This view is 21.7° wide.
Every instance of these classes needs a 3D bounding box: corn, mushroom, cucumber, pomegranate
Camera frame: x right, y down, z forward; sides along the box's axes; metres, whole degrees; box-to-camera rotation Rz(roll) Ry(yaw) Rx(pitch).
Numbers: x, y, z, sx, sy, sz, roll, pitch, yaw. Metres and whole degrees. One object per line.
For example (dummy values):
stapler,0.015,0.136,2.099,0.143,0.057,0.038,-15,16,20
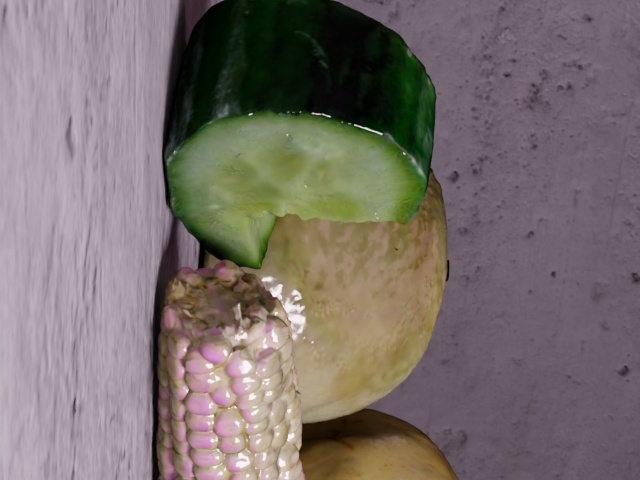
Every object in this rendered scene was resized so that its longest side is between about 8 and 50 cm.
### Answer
corn,-0.065,0.170,1.243,0.127,0.126,0.335,-82,175,-59
mushroom,0.007,0.006,1.507,0.212,0.217,0.292,83,11,-63
cucumber,-0.018,-0.082,1.188,0.191,0.191,0.130,92,3,-54
pomegranate,0.030,0.340,1.704,0.332,0.332,0.333,5,90,-88
